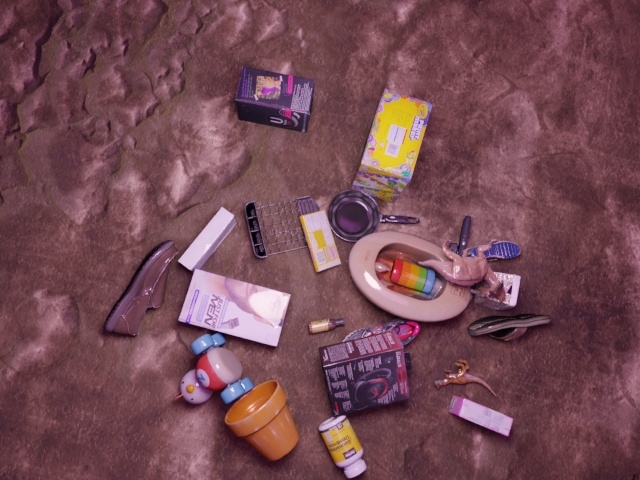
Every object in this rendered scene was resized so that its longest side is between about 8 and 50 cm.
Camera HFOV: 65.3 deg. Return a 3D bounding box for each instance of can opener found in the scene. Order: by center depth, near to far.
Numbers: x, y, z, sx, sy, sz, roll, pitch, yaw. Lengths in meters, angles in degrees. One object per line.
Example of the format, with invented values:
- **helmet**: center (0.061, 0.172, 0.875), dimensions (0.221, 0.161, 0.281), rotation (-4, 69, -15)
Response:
- **can opener**: center (0.528, -0.007, 1.853), dimensions (0.073, 0.059, 0.186), rotation (20, 77, 0)

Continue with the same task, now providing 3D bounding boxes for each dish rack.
- **dish rack**: center (-0.123, -0.056, 1.800), dimensions (0.272, 0.074, 0.208), rotation (-13, 81, -9)

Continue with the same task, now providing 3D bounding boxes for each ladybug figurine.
- **ladybug figurine**: center (0.303, 0.138, 1.735), dimensions (0.449, 0.162, 0.305), rotation (22, 63, 0)

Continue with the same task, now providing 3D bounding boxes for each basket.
- **basket**: center (0.620, 0.177, 1.769), dimensions (0.103, 0.167, 0.113), rotation (14, 77, 3)

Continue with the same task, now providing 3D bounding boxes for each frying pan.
- **frying pan**: center (0.182, -0.108, 1.850), dimensions (0.326, 0.053, 0.197), rotation (-16, 80, -10)

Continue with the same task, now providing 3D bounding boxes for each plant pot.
- **plant pot**: center (-0.170, 0.589, 1.605), dimensions (0.205, 0.205, 0.188), rotation (-34, 99, -11)

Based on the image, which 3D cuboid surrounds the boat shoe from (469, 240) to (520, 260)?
- **boat shoe**: center (0.640, 0.041, 1.848), dimensions (0.183, 0.066, 0.066), rotation (-2, 76, 0)

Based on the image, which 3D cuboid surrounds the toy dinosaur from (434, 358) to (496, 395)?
- **toy dinosaur**: center (0.503, 0.479, 1.754), dimensions (0.212, 0.064, 0.112), rotation (-1, 96, 4)

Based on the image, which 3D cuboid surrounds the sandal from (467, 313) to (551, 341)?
- **sandal**: center (0.676, 0.314, 1.772), dimensions (0.303, 0.120, 0.086), rotation (-5, 92, -6)

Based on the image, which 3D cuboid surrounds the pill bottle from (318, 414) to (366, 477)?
- **pill bottle**: center (0.077, 0.674, 1.643), dimensions (0.103, 0.103, 0.184), rotation (-26, 81, -10)

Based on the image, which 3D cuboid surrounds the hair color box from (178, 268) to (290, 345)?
- **hair color box**: center (-0.287, 0.232, 1.707), dimensions (0.339, 0.110, 0.185), rotation (15, 76, -3)

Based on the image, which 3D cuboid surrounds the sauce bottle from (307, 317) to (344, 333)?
- **sauce bottle**: center (0.021, 0.296, 1.753), dimensions (0.128, 0.042, 0.042), rotation (-10, 79, -9)

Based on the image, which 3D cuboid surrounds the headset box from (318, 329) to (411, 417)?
- **headset box**: center (0.159, 0.433, 1.641), dimensions (0.293, 0.110, 0.218), rotation (-13, 115, -3)

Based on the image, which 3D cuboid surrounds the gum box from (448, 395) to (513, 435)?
- **gum box**: center (0.547, 0.596, 1.698), dimensions (0.188, 0.107, 0.062), rotation (23, 77, 0)

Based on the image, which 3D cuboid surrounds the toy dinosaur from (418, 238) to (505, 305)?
- **toy dinosaur**: center (0.479, 0.108, 1.630), dimensions (0.296, 0.127, 0.200), rotation (1, 72, -5)

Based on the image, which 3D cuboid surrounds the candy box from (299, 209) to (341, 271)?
- **candy box**: center (0.000, 0.000, 1.783), dimensions (0.105, 0.027, 0.205), rotation (-17, 90, -39)

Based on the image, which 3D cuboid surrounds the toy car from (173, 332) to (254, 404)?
- **toy car**: center (-0.381, 0.456, 1.612), dimensions (0.238, 0.210, 0.219), rotation (-36, 79, 1)

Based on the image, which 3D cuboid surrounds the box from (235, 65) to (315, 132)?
- **box**: center (-0.165, -0.517, 1.850), dimensions (0.271, 0.165, 0.143), rotation (10, 77, -2)

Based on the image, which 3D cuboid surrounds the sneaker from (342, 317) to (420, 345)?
- **sneaker**: center (0.201, 0.339, 1.723), dimensions (0.299, 0.112, 0.120), rotation (-24, 81, -9)

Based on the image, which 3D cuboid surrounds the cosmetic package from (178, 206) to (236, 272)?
- **cosmetic package**: center (-0.393, 0.001, 1.752), dimensions (0.060, 0.099, 0.239), rotation (36, 77, 3)

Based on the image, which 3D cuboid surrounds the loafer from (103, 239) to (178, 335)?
- **loafer**: center (-0.583, 0.166, 1.699), dimensions (0.130, 0.134, 0.366), rotation (34, 86, -21)

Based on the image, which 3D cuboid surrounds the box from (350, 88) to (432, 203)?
- **box**: center (0.245, -0.326, 1.786), dimensions (0.177, 0.279, 0.289), rotation (18, 77, -1)
